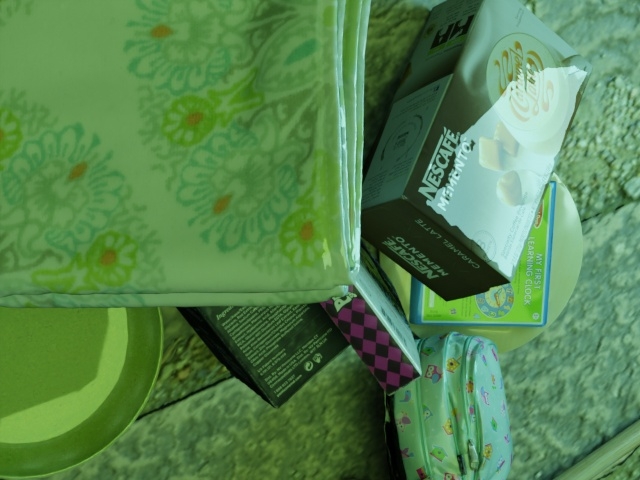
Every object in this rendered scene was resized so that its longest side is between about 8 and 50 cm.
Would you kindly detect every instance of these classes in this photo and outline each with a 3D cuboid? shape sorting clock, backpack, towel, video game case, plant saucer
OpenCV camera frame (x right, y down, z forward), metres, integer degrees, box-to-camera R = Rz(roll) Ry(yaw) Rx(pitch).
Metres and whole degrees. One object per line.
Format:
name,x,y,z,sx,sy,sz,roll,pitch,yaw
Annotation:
shape sorting clock,0.154,0.010,1.757,0.206,0.040,0.206,-1,98,-10
backpack,0.118,0.177,1.714,0.115,0.152,0.182,-8,92,11
towel,-0.142,-0.108,1.448,0.374,0.090,0.320,-1,75,13
video game case,0.000,0.000,1.596,0.042,0.210,0.232,-34,110,8
plant saucer,-0.258,0.089,1.604,0.241,0.037,0.241,-5,103,-21

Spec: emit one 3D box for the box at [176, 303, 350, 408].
box,-0.074,0.045,1.605,0.093,0.156,0.158,-41,113,-9

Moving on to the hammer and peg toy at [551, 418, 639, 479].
hammer and peg toy,0.337,0.353,1.852,0.266,0.127,0.361,-40,112,-11

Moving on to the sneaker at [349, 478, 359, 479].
sneaker,0.078,0.306,1.775,0.185,0.069,0.084,33,95,-18

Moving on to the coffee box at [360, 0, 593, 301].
coffee box,0.134,-0.090,1.649,0.141,0.098,0.246,37,60,-23
